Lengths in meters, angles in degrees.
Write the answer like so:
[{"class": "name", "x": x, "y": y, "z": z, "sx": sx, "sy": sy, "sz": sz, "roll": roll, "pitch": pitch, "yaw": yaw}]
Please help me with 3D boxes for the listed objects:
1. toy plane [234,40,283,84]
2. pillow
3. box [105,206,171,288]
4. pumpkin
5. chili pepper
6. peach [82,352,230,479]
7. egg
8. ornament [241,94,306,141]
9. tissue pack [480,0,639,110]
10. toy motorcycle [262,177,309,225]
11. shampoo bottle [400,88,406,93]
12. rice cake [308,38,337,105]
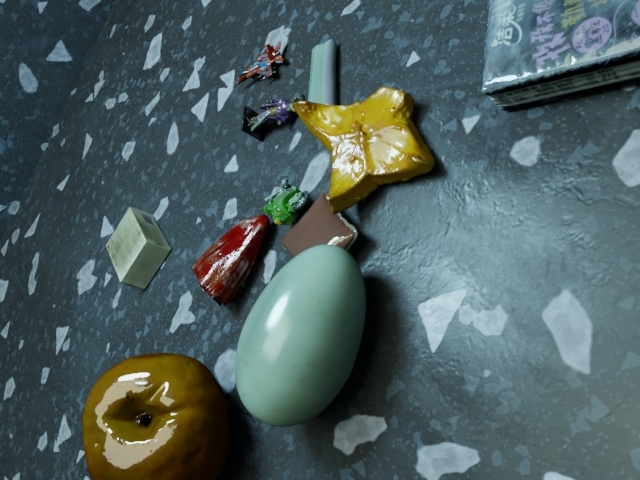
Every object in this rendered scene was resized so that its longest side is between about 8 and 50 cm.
[{"class": "toy plane", "x": -0.181, "y": -0.505, "z": 1.709, "sx": 0.189, "sy": 0.061, "sz": 0.130, "roll": -32, "pitch": 54, "yaw": 36}, {"class": "pillow", "x": 0.000, "y": 0.000, "z": 1.302, "sx": 0.171, "sy": 0.075, "sz": 0.179, "roll": -51, "pitch": 46, "yaw": 15}, {"class": "box", "x": -0.581, "y": 0.023, "z": 1.839, "sx": 0.168, "sy": 0.095, "sz": 0.212, "roll": -53, "pitch": 44, "yaw": 11}, {"class": "pumpkin", "x": 0.092, "y": -0.225, "z": 1.265, "sx": 0.258, "sy": 0.095, "sz": 0.290, "roll": -23, "pitch": 68, "yaw": 20}, {"class": "chili pepper", "x": -0.219, "y": 0.033, "z": 1.493, "sx": 0.252, "sy": 0.136, "sz": 0.144, "roll": -52, "pitch": -1, "yaw": 0}, {"class": "peach", "x": -0.361, "y": 0.422, "z": 1.310, "sx": 0.343, "sy": 0.301, "sz": 0.342, "roll": -4, "pitch": 65, "yaw": 8}, {"class": "egg", "x": -0.032, "y": 0.183, "z": 1.145, "sx": 0.230, "sy": 0.230, "sz": 0.370, "roll": 14, "pitch": 75, "yaw": 46}, {"class": "ornament", "x": -0.121, "y": -0.335, "z": 1.559, "sx": 0.203, "sy": 0.088, "sz": 0.081, "roll": -7, "pitch": 69, "yaw": 40}, {"class": "tissue pack", "x": 0.464, "y": -0.384, "z": 0.997, "sx": 0.361, "sy": 0.122, "sz": 0.259, "roll": -5, "pitch": 67, "yaw": 45}, {"class": "toy motorcycle", "x": -0.083, "y": -0.086, "z": 1.402, "sx": 0.106, "sy": 0.074, "sz": 0.190, "roll": -53, "pitch": 23, "yaw": -3}, {"class": "shampoo bottle", "x": 0.142, "y": -0.284, "z": 1.319, "sx": 0.141, "sy": 0.034, "sz": 0.049, "roll": -43, "pitch": 50, "yaw": 20}, {"class": "rice cake", "x": 0.008, "y": -0.419, "z": 1.502, "sx": 0.080, "sy": 0.042, "sz": 0.221, "roll": -17, "pitch": 60, "yaw": 40}]
